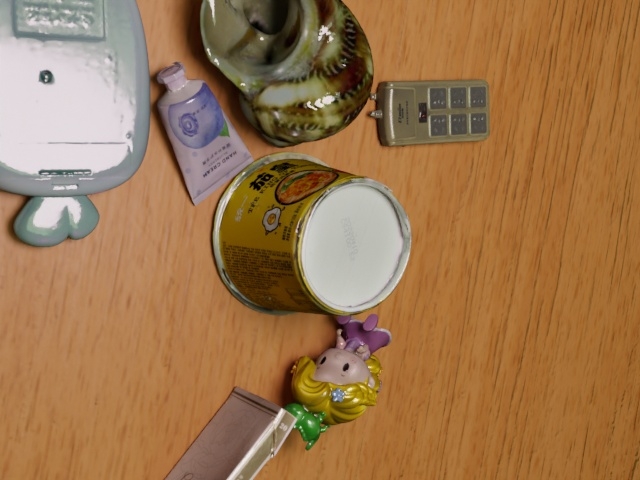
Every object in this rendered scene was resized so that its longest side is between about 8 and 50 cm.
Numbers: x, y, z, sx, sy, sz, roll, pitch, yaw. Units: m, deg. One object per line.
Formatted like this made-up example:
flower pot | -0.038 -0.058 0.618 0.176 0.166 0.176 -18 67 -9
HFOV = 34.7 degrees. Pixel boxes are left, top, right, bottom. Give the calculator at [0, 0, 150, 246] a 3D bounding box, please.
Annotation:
calculator | -0.250 -0.142 0.971 0.186 0.041 0.298 -1 94 -30

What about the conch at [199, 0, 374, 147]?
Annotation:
conch | -0.037 -0.185 1.052 0.187 0.124 0.181 14 97 -7

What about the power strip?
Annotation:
power strip | 0.130 -0.150 1.201 0.169 0.028 0.076 -7 99 -30

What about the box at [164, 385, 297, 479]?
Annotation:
box | -0.114 0.243 1.047 0.029 0.109 0.198 47 72 -25

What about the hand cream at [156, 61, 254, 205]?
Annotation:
hand cream | -0.124 -0.114 1.049 0.084 0.053 0.142 -39 122 -23

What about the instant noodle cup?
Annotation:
instant noodle cup | 0.000 0.000 1.069 0.182 0.144 0.182 -4 98 -32

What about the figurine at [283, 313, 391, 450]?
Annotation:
figurine | 0.022 0.168 1.135 0.156 0.095 0.115 -60 141 -32
